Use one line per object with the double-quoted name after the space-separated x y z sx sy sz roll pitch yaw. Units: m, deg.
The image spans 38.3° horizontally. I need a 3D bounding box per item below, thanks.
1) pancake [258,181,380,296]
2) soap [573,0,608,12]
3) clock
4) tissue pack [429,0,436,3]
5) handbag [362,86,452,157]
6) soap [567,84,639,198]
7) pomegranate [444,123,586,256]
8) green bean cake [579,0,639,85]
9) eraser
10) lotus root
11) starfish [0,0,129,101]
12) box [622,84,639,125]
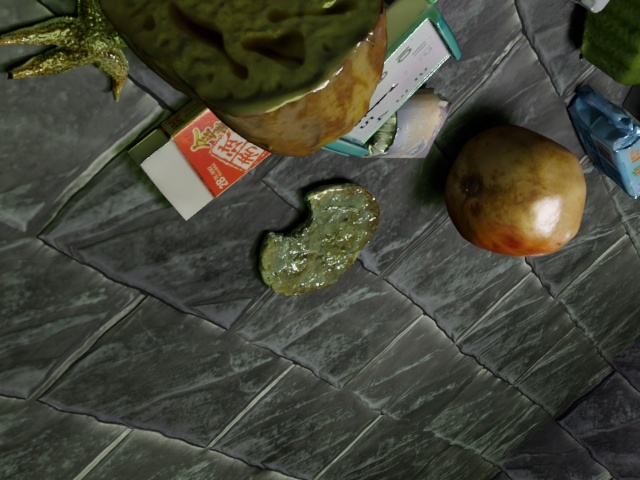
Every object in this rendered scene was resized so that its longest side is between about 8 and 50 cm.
0.000 0.000 1.596 0.254 0.037 0.253 -26 144 -21 "pancake"
0.346 -0.486 1.389 0.159 0.258 0.302 -54 -171 17 "soap"
0.068 -0.232 1.258 0.231 0.116 0.262 -45 172 11 "clock"
0.134 -0.404 1.168 0.148 0.156 0.209 -47 145 4 "tissue pack"
0.122 -0.181 1.464 0.173 0.095 0.117 -9 134 -43 "handbag"
0.593 -0.196 1.859 0.077 0.156 0.293 -43 147 5 "soap"
0.363 -0.088 1.673 0.270 0.252 0.229 3 106 -45 "pomegranate"
0.589 -0.416 1.594 0.250 0.156 0.247 -35 149 -23 "green bean cake"
-0.139 -0.144 1.292 0.230 0.038 0.157 -39 147 -5 "eraser"
-0.043 -0.249 1.052 0.316 0.316 0.250 -41 157 -1 "lotus root"
-0.263 -0.242 1.062 0.223 0.050 0.216 -29 137 -26 "starfish"
0.699 -0.294 1.933 0.122 0.069 0.084 -11 138 -37 "box"
